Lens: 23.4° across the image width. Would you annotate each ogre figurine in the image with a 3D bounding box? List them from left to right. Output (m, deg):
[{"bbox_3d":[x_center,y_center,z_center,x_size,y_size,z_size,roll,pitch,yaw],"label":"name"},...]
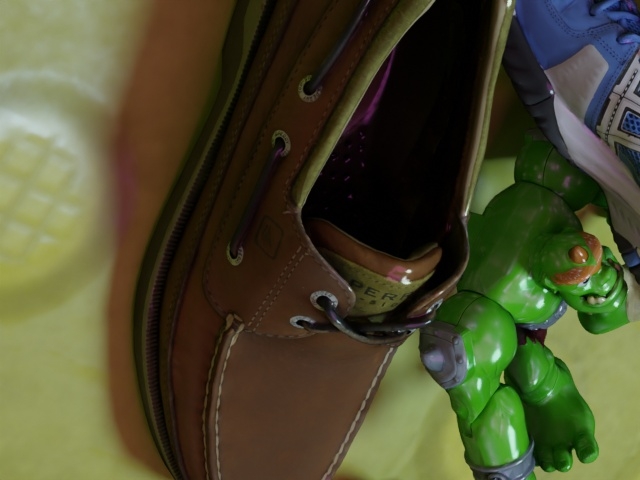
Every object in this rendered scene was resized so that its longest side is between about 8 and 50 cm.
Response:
[{"bbox_3d":[0.106,0.027,0.729,0.197,0.097,0.118,-48,132,-2],"label":"ogre figurine"}]

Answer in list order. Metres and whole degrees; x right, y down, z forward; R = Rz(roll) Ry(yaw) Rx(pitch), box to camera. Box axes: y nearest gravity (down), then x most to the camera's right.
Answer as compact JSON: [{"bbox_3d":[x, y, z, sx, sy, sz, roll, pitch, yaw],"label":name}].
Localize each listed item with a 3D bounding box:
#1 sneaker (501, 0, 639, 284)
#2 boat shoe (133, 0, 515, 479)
[{"bbox_3d":[0.147,-0.060,0.673,0.211,0.081,0.080,54,38,-7],"label":"sneaker"},{"bbox_3d":[0.000,0.000,0.640,0.110,0.104,0.307,-4,116,-31],"label":"boat shoe"}]
